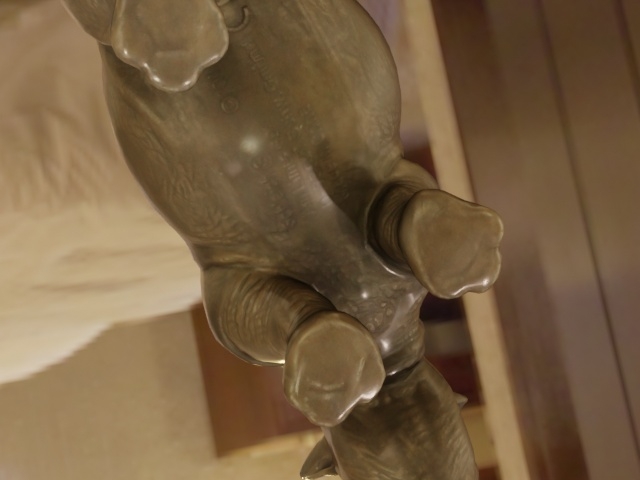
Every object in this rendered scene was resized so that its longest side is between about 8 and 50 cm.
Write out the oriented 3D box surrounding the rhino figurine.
[{"bbox_3d":[0.000,0.000,0.410,0.073,0.243,0.106,-27,-157,-10],"label":"rhino figurine"}]
